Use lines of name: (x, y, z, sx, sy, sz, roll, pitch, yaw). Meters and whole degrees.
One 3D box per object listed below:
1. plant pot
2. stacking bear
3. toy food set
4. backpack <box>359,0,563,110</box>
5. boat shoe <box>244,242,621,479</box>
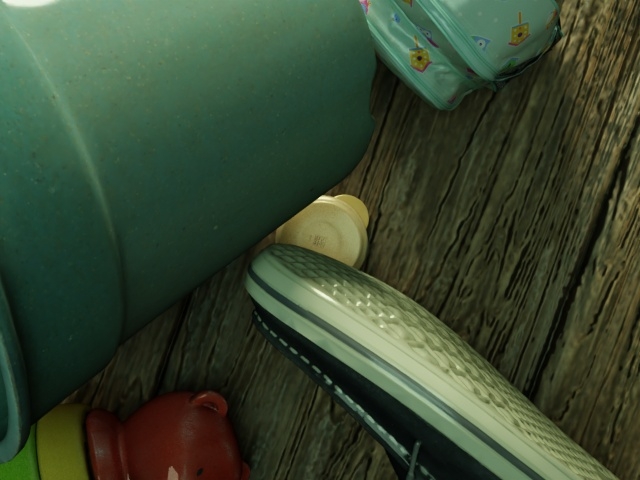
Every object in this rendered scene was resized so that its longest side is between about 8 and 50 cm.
plant pot: (-0.159, -0.083, 0.672, 0.334, 0.341, 0.341, -31, 86, -33)
stacking bear: (-0.205, 0.207, 0.806, 0.289, 0.164, 0.175, -15, 114, -4)
toy food set: (0.000, 0.000, 0.845, 0.083, 0.020, 0.083, 2, 91, 7)
backpack: (0.098, -0.188, 0.747, 0.144, 0.188, 0.166, -39, 87, 6)
boat shoe: (0.122, 0.196, 0.741, 0.500, 0.187, 0.156, 42, 100, -8)
